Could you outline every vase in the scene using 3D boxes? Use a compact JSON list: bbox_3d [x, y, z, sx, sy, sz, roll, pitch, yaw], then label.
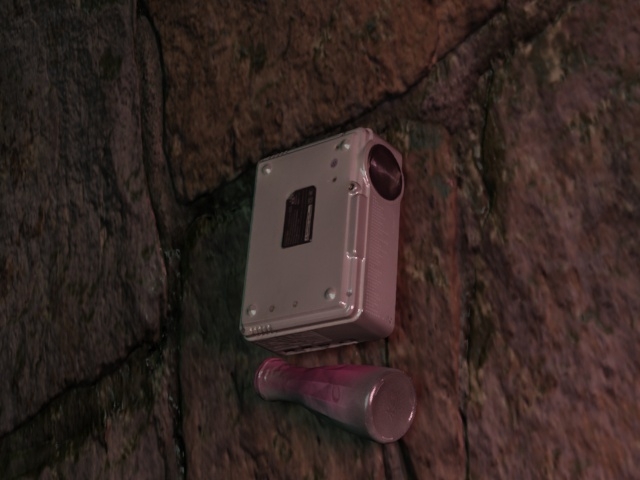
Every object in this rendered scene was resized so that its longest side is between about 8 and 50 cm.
[{"bbox_3d":[0.009,0.181,1.243,0.214,0.086,0.086,5,77,46],"label":"vase"}]

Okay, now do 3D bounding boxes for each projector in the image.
[{"bbox_3d":[0.000,0.000,1.287,0.192,0.099,0.256,-13,60,35],"label":"projector"}]
